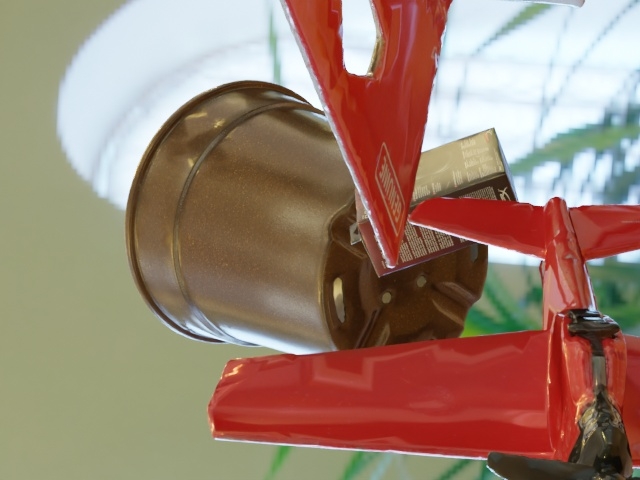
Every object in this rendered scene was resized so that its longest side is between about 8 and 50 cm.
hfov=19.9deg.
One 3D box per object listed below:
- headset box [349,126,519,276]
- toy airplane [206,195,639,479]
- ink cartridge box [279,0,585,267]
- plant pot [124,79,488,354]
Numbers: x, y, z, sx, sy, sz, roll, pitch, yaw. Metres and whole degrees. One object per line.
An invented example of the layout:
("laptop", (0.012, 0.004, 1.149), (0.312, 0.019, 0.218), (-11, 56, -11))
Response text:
("headset box", (0.052, -0.018, 0.879), (0.062, 0.083, 0.032), (-92, -20, -66))
("toy airplane", (0.055, 0.019, 0.381), (0.151, 0.151, 0.028), (-50, -36, -67))
("ink cartridge box", (0.055, -0.158, 0.632), (0.296, 0.066, 0.261), (64, -146, -66))
("plant pot", (0.000, 0.000, 1.065), (0.167, 0.165, 0.167), (-13, -70, -37))
